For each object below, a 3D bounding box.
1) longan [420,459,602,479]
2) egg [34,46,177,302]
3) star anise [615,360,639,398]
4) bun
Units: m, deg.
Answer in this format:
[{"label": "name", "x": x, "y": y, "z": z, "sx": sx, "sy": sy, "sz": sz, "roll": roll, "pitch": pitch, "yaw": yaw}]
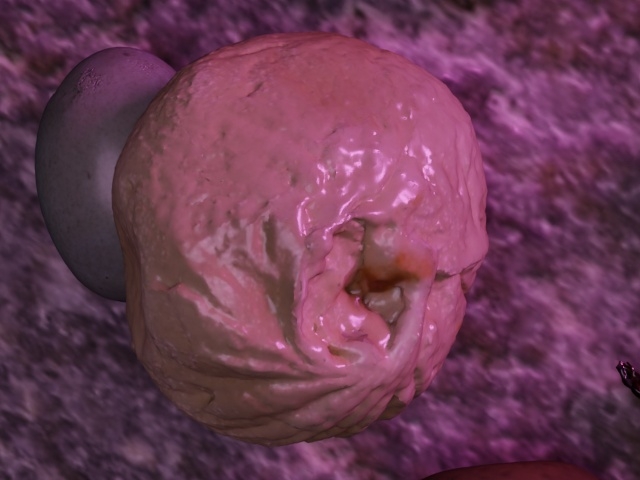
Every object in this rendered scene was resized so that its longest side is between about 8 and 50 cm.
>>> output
[{"label": "longan", "x": 0.173, "y": 0.302, "z": 1.213, "sx": 0.246, "sy": 0.215, "sz": 0.246, "roll": 3, "pitch": 62, "yaw": -5}, {"label": "egg", "x": -0.178, "y": -0.060, "z": 1.253, "sx": 0.169, "sy": 0.169, "sz": 0.237, "roll": -7, "pitch": 93, "yaw": 14}, {"label": "star anise", "x": 0.381, "y": 0.172, "z": 1.219, "sx": 0.157, "sy": 0.053, "sz": 0.212, "roll": -28, "pitch": 89, "yaw": 16}, {"label": "bun", "x": 0.000, "y": 0.000, "z": 1.139, "sx": 0.352, "sy": 0.227, "sz": 0.349, "roll": -41, "pitch": 116, "yaw": -19}]
